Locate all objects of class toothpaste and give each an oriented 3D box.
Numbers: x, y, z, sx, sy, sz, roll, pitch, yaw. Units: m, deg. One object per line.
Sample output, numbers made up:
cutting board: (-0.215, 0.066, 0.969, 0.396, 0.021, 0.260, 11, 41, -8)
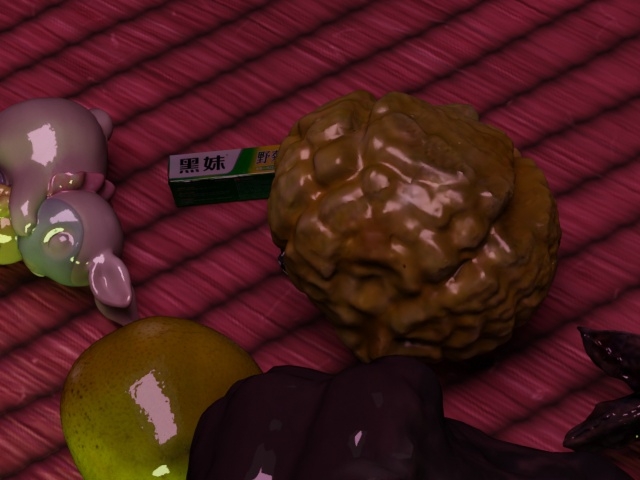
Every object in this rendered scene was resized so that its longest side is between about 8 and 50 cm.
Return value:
toothpaste: (-0.061, -0.068, 1.705, 0.178, 0.043, 0.037, -5, 58, 6)

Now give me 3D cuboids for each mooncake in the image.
mooncake: (0.059, 0.242, 1.312, 0.350, 0.381, 0.212, -23, 43, 40)

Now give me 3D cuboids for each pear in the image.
pear: (-0.130, 0.156, 1.498, 0.198, 0.198, 0.198, -4, 58, 7)

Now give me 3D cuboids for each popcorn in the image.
popcorn: (0.087, -0.018, 1.544, 0.270, 0.224, 0.258, -5, 56, -35)

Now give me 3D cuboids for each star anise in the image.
star anise: (0.347, 0.135, 1.460, 0.283, 0.129, 0.212, -24, 53, 13)

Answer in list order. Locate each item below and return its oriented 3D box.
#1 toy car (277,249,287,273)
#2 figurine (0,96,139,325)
toy car: (0.000, 0.000, 1.665, 0.041, 0.025, 0.093, 39, 73, 26)
figurine: (-0.260, -0.016, 1.660, 0.155, 0.127, 0.235, -6, 59, -17)
